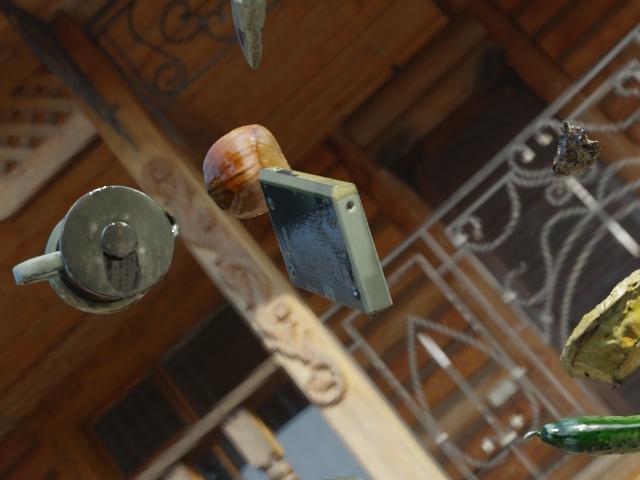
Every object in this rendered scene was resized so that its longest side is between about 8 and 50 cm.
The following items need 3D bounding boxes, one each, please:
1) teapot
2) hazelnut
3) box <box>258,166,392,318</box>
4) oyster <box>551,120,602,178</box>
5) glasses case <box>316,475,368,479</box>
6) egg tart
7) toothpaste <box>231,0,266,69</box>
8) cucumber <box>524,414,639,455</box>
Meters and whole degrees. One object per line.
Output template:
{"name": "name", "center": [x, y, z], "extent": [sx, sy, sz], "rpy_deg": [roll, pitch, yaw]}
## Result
{"name": "teapot", "center": [-0.383, 0.023, 2.273], "extent": [0.270, 0.200, 0.337], "rpy_deg": [-14, -3, -15]}
{"name": "hazelnut", "center": [-0.125, -0.115, 2.282], "extent": [0.150, 0.150, 0.150], "rpy_deg": [-33, -23, -16]}
{"name": "box", "center": [0.000, 0.000, 1.944], "extent": [0.045, 0.270, 0.210], "rpy_deg": [-24, -71, -21]}
{"name": "oyster", "center": [0.395, -0.131, 2.094], "extent": [0.029, 0.086, 0.132], "rpy_deg": [-42, -36, -22]}
{"name": "glasses case", "center": [-0.082, 0.374, 1.685], "extent": [0.323, 0.074, 0.131], "rpy_deg": [-3, -63, -22]}
{"name": "egg tart", "center": [0.425, 0.127, 1.891], "extent": [0.212, 0.090, 0.212], "rpy_deg": [-39, -26, -23]}
{"name": "toothpaste", "center": [-0.081, -0.251, 1.519], "extent": [0.038, 0.060, 0.233], "rpy_deg": [-19, -7, -6]}
{"name": "cucumber", "center": [0.403, 0.266, 1.853], "extent": [0.250, 0.056, 0.056], "rpy_deg": [-3, -26, 2]}
